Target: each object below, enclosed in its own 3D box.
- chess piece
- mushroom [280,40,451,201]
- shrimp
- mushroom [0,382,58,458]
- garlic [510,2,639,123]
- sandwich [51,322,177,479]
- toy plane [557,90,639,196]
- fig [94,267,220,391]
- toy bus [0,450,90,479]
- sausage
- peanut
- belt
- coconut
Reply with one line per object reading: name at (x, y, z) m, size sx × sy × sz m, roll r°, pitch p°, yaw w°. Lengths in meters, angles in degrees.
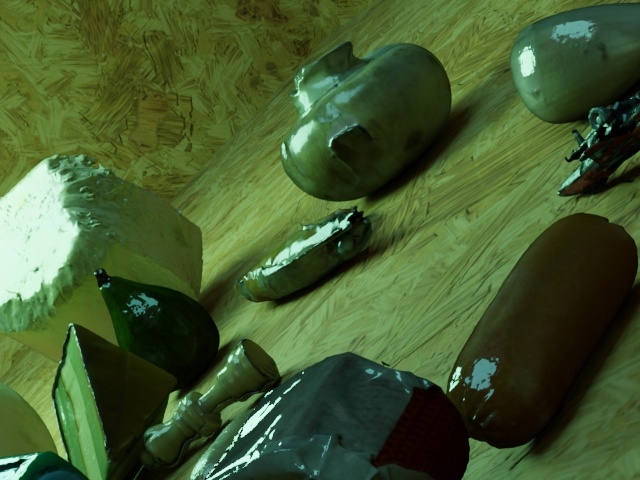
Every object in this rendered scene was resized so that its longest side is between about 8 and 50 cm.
chess piece at (-0.120, 0.176, 1.556) m, size 0.172 × 0.060 × 0.060 m, roll -43°, pitch 10°, yaw 13°
mushroom at (0.053, -0.158, 1.911) m, size 0.255 × 0.184 × 0.255 m, roll -29°, pitch 5°, yaw 3°
shrimp at (0.000, 0.000, 1.795) m, size 0.164 × 0.062 × 0.317 m, roll -45°, pitch 8°, yaw -28°
mushroom at (-0.447, 0.289, 1.819) m, size 0.234 × 0.254 × 0.260 m, roll -31°, pitch -28°, yaw 16°
garlic at (0.281, -0.184, 1.452) m, size 0.267 × 0.128 × 0.148 m, roll -8°, pitch 47°, yaw 54°
sandwich at (-0.255, 0.200, 1.624) m, size 0.187 × 0.144 × 0.117 m, roll -55°, pitch -14°, yaw -61°
toy plane at (0.237, -0.079, 1.227) m, size 0.130 × 0.061 × 0.189 m, roll -22°, pitch -3°, yaw -28°
fig at (-0.206, 0.099, 1.850) m, size 0.117 × 0.177 × 0.117 m, roll -45°, pitch -8°, yaw -8°
toy bus at (-0.278, 0.328, 1.186) m, size 0.199 × 0.183 × 0.343 m, roll -29°, pitch 18°, yaw 35°
sausage at (0.145, 0.058, 0.995) m, size 0.076 × 0.076 × 0.197 m, roll -29°, pitch 19°, yaw 52°
peanut at (-0.056, 0.185, 1.224) m, size 0.076 × 0.076 × 0.152 m, roll -35°, pitch 9°, yaw 37°
belt at (-0.001, 0.165, 0.953) m, size 0.201 × 0.128 × 0.124 m, roll -36°, pitch 13°, yaw 47°
coconut at (-0.311, 0.044, 2.141) m, size 0.297 × 0.309 × 0.297 m, roll -17°, pitch 60°, yaw 32°
